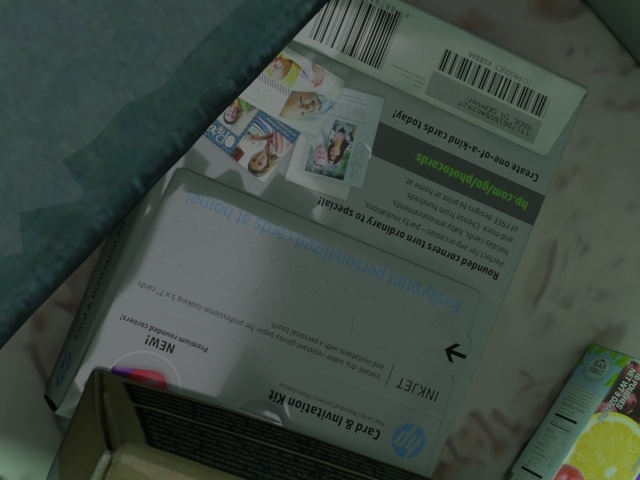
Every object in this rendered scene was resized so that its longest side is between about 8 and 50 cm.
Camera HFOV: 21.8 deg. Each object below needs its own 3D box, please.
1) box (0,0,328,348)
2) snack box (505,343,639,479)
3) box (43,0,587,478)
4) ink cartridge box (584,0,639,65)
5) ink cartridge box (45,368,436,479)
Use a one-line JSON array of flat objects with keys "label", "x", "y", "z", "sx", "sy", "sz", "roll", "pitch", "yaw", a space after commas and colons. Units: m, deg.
[{"label": "box", "x": -0.140, "y": -0.274, "z": 0.416, "sx": 0.472, "sy": 0.297, "sz": 0.480, "roll": 45, "pitch": 80, "yaw": -14}, {"label": "snack box", "x": 0.144, "y": 0.121, "z": 0.678, "sx": 0.141, "sy": 0.037, "sz": 0.100, "roll": 35, "pitch": 85, "yaw": -17}, {"label": "box", "x": 0.000, "y": 0.000, "z": 0.622, "sx": 0.145, "sy": 0.038, "sz": 0.186, "roll": 22, "pitch": 88, "yaw": -18}, {"label": "ink cartridge box", "x": 0.206, "y": -0.164, "z": 0.660, "sx": 0.239, "sy": 0.060, "sz": 0.275, "roll": -47, "pitch": 105, "yaw": -9}, {"label": "ink cartridge box", "x": -0.033, "y": 0.187, "z": 0.585, "sx": 0.193, "sy": 0.088, "sz": 0.234, "roll": 22, "pitch": 100, "yaw": -17}]
